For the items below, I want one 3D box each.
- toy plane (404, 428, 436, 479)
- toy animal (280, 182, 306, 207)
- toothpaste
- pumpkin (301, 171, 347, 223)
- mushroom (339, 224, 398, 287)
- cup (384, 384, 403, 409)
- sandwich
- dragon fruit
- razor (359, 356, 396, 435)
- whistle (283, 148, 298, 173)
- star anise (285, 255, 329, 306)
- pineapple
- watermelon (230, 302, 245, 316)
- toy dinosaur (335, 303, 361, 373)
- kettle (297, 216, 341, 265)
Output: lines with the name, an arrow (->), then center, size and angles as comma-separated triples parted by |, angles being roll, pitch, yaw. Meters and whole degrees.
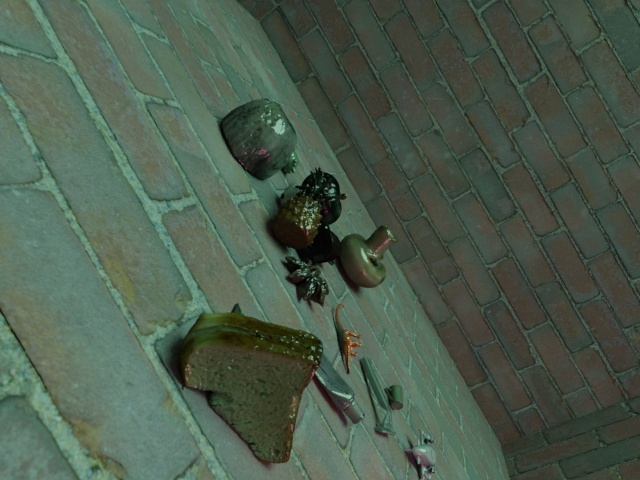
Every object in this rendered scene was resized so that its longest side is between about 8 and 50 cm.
toy plane -> 0.378, 0.792, 1.533 | 0.174, 0.080, 0.174 | 34, 48, -49
toy animal -> -0.076, -0.149, 1.676 | 0.166, 0.138, 0.179 | 47, 9, 13
toothpaste -> 0.032, 0.409, 1.214 | 0.282, 0.068, 0.099 | 55, -11, 4
pumpkin -> 0.018, -0.193, 1.912 | 0.250, 0.216, 0.249 | -3, 90, -80
mushroom -> 0.243, 0.069, 1.979 | 0.292, 0.290, 0.292 | 48, 18, -22
cup -> 0.294, 0.611, 1.632 | 0.075, 0.054, 0.083 | 55, 19, -19
sandwich -> -0.145, 0.283, 0.799 | 0.254, 0.288, 0.099 | 10, 22, -7
dragon fruit -> -0.205, -0.380, 1.558 | 0.283, 0.221, 0.204 | 50, 13, -39
razor -> 0.203, 0.543, 1.475 | 0.111, 0.056, 0.277 | 40, 26, -46
whistle -> -0.168, -0.416, 1.931 | 0.092, 0.110, 0.244 | -10, 68, -36
star anise -> -0.036, 0.140, 1.424 | 0.196, 0.073, 0.212 | 63, 19, 17
pineapple -> -0.049, -0.131, 1.511 | 0.169, 0.169, 0.340 | 50, 44, -30
watermelon -> -0.177, 0.226, 0.890 | 0.094, 0.081, 0.180 | 57, 22, -81
toy dinosaur -> 0.099, 0.348, 1.498 | 0.101, 0.055, 0.279 | 28, 31, -20
kettle -> 0.000, 0.000, 1.649 | 0.232, 0.144, 0.202 | 18, 53, -74
